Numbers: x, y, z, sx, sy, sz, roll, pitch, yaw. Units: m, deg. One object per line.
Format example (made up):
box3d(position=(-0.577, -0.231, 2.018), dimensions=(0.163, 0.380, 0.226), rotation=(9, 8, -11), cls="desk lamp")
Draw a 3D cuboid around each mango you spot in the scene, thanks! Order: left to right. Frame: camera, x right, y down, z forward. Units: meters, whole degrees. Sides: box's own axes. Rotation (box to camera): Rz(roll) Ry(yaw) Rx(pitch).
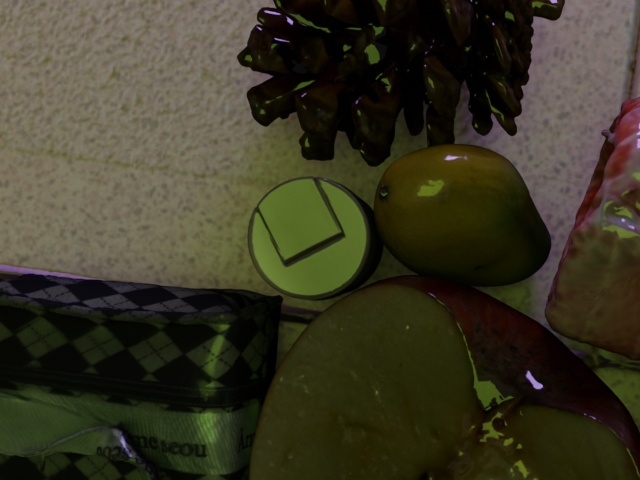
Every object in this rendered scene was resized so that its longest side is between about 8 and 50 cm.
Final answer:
box3d(position=(0.128, -0.013, 1.277), dimensions=(0.137, 0.237, 0.091), rotation=(-15, 60, 14), cls="mango")

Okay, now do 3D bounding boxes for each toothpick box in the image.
box3d(position=(0.000, 0.000, 1.307), dimensions=(0.111, 0.181, 0.111), rotation=(0, 89, 7), cls="toothpick box")

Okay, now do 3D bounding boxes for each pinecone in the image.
box3d(position=(0.065, -0.186, 1.285), dimensions=(0.309, 0.244, 0.244), rotation=(-21, 86, 17), cls="pinecone")

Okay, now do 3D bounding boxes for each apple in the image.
box3d(position=(0.105, 0.231, 1.240), dimensions=(0.295, 0.329, 0.365), rotation=(17, 104, -29), cls="apple")

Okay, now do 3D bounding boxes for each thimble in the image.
box3d(position=(0.300, -0.006, 1.245), dimensions=(0.162, 0.239, 0.239), rotation=(21, 91, 8), cls="thimble")

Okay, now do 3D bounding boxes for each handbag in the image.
box3d(position=(-0.210, 0.245, 1.344), dimensions=(0.317, 0.180, 0.416), rotation=(4, 94, 15), cls="handbag")
